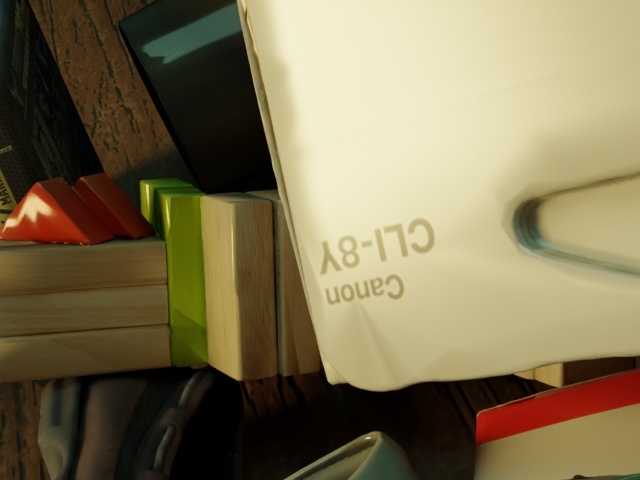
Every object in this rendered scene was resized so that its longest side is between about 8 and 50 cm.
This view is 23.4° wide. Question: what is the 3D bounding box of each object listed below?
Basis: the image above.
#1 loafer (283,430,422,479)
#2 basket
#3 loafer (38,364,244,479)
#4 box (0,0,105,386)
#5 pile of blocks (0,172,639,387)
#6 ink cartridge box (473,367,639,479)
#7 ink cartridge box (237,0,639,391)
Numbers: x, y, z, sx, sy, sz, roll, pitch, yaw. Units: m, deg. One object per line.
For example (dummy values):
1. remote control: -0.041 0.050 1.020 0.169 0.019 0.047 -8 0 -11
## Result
1. loafer: -0.090 0.143 0.439 0.319 0.112 0.112 -16 3 -36
2. basket: -0.005 -0.137 1.018 0.226 0.154 0.204 -27 29 -5
3. loafer: -0.062 0.132 0.644 0.095 0.109 0.302 -17 26 -4
4. box: -0.181 -0.050 0.938 0.059 0.183 0.233 -20 30 0
5. pile of blocks: 0.000 0.000 0.754 0.362 0.113 0.149 0 9 9
6. ink cartridge box: 0.102 0.134 0.487 0.078 0.134 0.231 -16 21 15
7. ink cartridge box: 0.202 -0.078 0.554 0.279 0.160 0.384 -14 0 42
